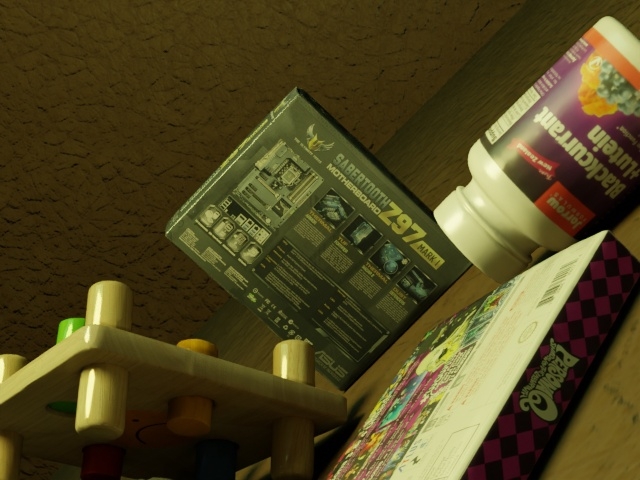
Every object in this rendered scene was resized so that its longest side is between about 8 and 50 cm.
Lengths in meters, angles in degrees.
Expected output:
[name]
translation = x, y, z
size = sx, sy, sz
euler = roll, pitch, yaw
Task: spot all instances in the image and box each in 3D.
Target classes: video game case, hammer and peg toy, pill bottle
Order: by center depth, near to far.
[video game case]
translation = 0.080, 0.114, 0.744
size = 0.232, 0.042, 0.210
euler = -51, 8, -36
[pill bottle]
translation = 0.179, -0.060, 0.880
size = 0.193, 0.108, 0.108
euler = -46, 6, 15
[hammer and peg toy]
translation = -0.177, 0.174, 1.070
size = 0.361, 0.266, 0.127
euler = -33, 47, 44

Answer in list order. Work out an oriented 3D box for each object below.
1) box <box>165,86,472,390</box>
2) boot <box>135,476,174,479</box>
[box]
translation = 0.000, 0.000, 1.124
size = 0.183, 0.233, 0.059
euler = -46, 12, 10
[boot]
translation = -0.269, 0.410, 0.871
size = 0.367, 0.146, 0.445
euler = -45, 11, 32
